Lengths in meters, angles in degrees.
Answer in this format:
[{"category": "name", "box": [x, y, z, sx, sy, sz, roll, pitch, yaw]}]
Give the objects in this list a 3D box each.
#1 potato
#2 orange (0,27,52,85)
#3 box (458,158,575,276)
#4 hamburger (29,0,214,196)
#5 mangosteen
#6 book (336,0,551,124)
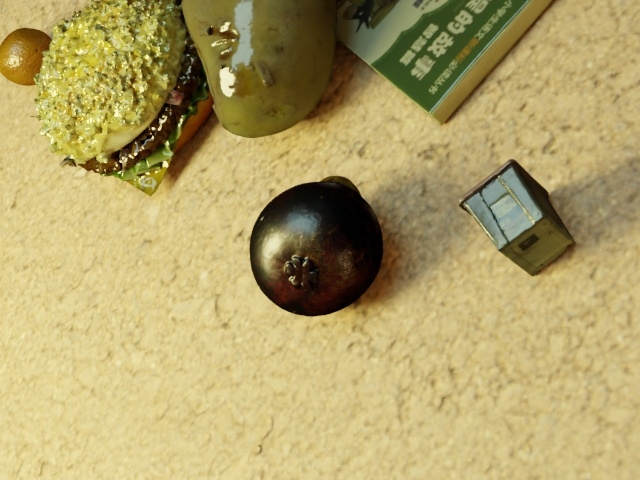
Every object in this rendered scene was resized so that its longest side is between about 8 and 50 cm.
[{"category": "potato", "box": [-0.063, -0.236, 1.249, 0.165, 0.165, 0.263, -8, 83, 36]}, {"category": "orange", "box": [-0.382, -0.238, 1.582, 0.085, 0.085, 0.085, -19, 55, 30]}, {"category": "box", "box": [0.167, -0.016, 1.013, 0.060, 0.084, 0.063, -40, 56, 13]}, {"category": "hamburger", "box": [-0.218, -0.190, 1.379, 0.243, 0.138, 0.262, 29, 87, 44]}, {"category": "mangosteen", "box": [0.000, 0.000, 1.122, 0.140, 0.140, 0.140, -19, 55, 30]}, {"category": "book", "box": [0.110, -0.255, 1.228, 0.202, 0.027, 0.264, -48, 46, 6]}]
